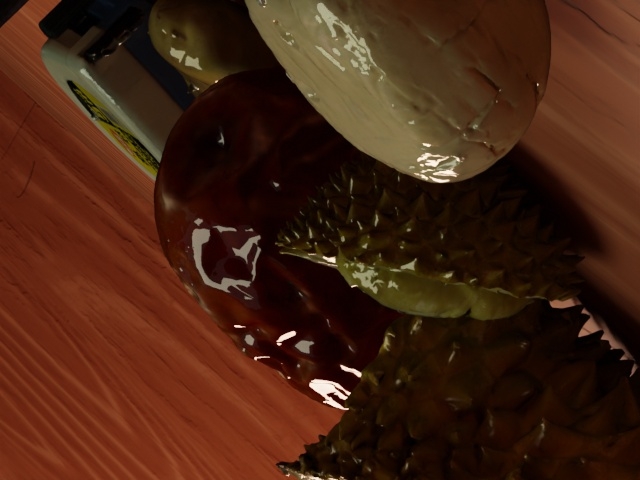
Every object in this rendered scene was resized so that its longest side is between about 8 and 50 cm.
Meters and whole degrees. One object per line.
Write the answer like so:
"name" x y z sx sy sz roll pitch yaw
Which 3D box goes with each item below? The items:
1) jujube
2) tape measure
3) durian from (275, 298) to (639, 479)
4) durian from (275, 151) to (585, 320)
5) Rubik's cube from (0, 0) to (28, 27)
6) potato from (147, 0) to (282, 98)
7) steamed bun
"jujube" 0.000 0.000 1.209 0.250 0.174 0.174 41 177 -41
"tape measure" -0.101 -0.077 1.679 0.351 0.098 0.215 51 170 -28
"durian" 0.159 0.132 1.171 0.305 0.185 0.195 20 -176 -41
"durian" 0.083 -0.005 1.066 0.146 0.102 0.208 16 -177 39
"Rubik's cube" -0.317 -0.236 1.011 0.313 0.316 0.318 47 174 -28
"potato" -0.062 -0.120 1.276 0.091 0.070 0.138 42 172 30
"steamed bun" 0.038 -0.087 0.749 0.130 0.091 0.112 51 167 -33
